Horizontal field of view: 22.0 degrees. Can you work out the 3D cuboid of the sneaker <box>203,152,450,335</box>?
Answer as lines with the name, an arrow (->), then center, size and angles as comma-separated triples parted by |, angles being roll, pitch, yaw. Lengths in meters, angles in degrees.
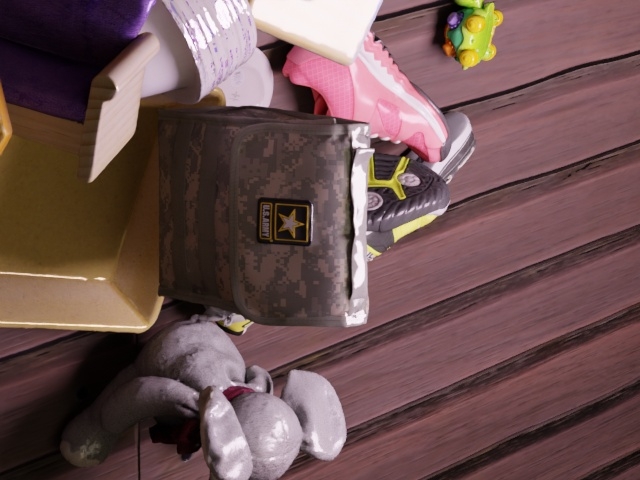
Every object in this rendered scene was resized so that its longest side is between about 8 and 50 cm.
sneaker -> 0.000, 0.000, 2.250 | 0.385, 0.145, 0.147 | -21, 136, -16

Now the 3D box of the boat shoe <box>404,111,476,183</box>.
boat shoe -> 0.149, -0.088, 2.372 | 0.219, 0.078, 0.070 | -45, 134, -16

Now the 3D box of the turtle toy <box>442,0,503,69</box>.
turtle toy -> 0.210, -0.304, 2.314 | 0.095, 0.066, 0.130 | -26, 129, -60

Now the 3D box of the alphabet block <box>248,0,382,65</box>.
alphabet block -> -0.046, -0.343, 1.966 | 0.197, 0.193, 0.192 | 18, 98, -46

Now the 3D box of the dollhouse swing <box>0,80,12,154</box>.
dollhouse swing -> -0.497, -0.154, 1.451 | 0.315, 0.305, 0.346 | -28, 107, -69

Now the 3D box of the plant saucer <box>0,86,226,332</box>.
plant saucer -> -0.303, -0.060, 1.972 | 0.333, 0.081, 0.332 | 6, 108, -44

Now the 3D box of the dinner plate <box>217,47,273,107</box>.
dinner plate -> -0.113, -0.185, 2.122 | 0.141, 0.017, 0.141 | -21, 124, -34

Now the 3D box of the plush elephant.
plush elephant -> -0.124, 0.238, 2.107 | 0.272, 0.255, 0.330 | 2, 132, -41

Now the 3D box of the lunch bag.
lunch bag -> -0.055, -0.032, 1.908 | 0.169, 0.287, 0.235 | -7, 101, -41

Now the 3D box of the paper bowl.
paper bowl -> -0.213, -0.267, 1.786 | 0.148, 0.284, 0.284 | -41, 134, -18

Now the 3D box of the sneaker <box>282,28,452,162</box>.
sneaker -> 0.056, -0.188, 2.229 | 0.136, 0.116, 0.314 | -45, 130, 1

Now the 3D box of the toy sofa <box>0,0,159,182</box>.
toy sofa -> -0.353, -0.205, 1.633 | 0.150, 0.363, 0.177 | -63, 168, -63
